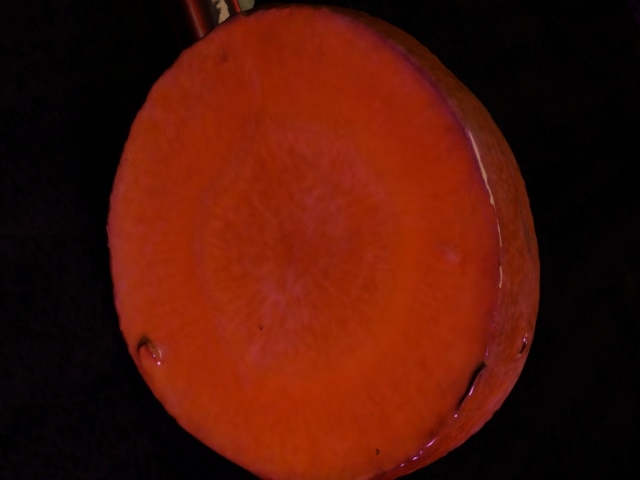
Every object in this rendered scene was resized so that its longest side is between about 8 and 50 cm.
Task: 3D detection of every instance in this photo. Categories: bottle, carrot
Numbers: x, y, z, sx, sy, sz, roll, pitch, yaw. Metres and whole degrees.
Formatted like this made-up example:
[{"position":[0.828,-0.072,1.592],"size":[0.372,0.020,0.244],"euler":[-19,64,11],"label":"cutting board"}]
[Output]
[{"position":[-0.075,-0.141,1.332],"size":[0.060,0.060,0.164],"euler":[-4,74,-64],"label":"bottle"},{"position":[0.000,0.000,1.138],"size":[0.100,0.258,0.307],"euler":[-3,77,-79],"label":"carrot"}]

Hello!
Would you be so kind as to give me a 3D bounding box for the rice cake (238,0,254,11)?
[{"position":[-0.101,-0.291,1.433],"size":[0.189,0.037,0.198],"euler":[53,28,-29],"label":"rice cake"}]
